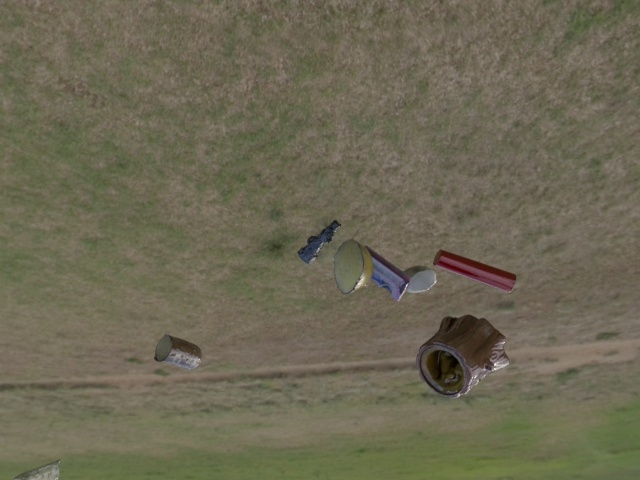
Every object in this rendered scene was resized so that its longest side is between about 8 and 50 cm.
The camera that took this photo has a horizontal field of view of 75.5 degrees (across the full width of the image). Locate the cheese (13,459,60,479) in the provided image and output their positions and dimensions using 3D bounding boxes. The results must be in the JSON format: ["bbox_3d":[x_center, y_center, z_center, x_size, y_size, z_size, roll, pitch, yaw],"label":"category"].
[{"bbox_3d":[-0.531,0.629,0.770,0.034,0.400,0.085,-4,175,29],"label":"cheese"}]

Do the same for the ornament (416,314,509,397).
[{"bbox_3d":[0.418,0.358,1.268,0.218,0.235,0.221,-15,133,-44],"label":"ornament"}]

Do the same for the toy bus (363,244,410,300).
[{"bbox_3d":[0.265,0.142,1.822,0.274,0.090,0.112,36,119,13],"label":"toy bus"}]

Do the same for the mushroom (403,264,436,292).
[{"bbox_3d":[0.431,0.182,1.960,0.128,0.128,0.350,11,171,-19],"label":"mushroom"}]

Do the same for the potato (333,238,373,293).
[{"bbox_3d":[0.143,0.103,1.570,0.117,0.202,0.182,11,145,-35],"label":"potato"}]

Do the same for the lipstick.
[{"bbox_3d":[0.538,0.105,1.442,0.280,0.073,0.073,20,144,1],"label":"lipstick"}]

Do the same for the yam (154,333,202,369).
[{"bbox_3d":[-0.425,0.336,1.240,0.084,0.084,0.127,-20,146,23],"label":"yam"}]

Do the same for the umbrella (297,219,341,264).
[{"bbox_3d":[-0.001,-0.002,1.658,0.080,0.071,0.224,46,117,4],"label":"umbrella"}]
